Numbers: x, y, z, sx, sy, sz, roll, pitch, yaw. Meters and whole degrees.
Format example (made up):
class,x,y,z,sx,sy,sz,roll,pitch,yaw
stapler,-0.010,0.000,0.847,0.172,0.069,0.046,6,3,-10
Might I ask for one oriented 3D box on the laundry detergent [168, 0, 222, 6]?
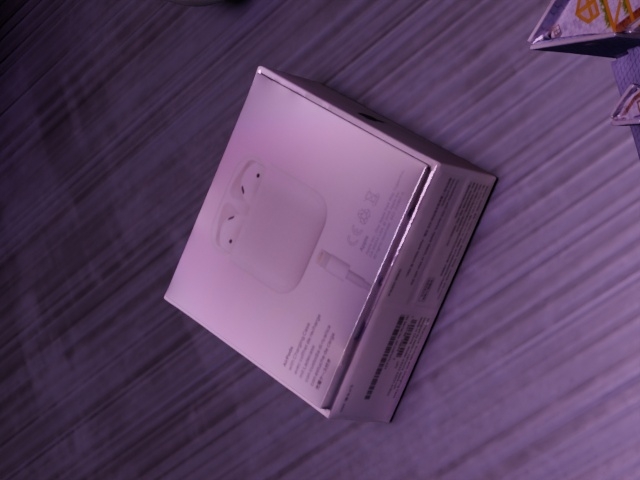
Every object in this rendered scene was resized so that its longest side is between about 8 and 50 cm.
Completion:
class,x,y,z,sx,sy,sz,roll,pitch,yaw
laundry detergent,-0.101,-0.276,0.907,0.215,0.105,0.280,-56,50,20

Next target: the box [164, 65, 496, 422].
class,x,y,z,sx,sy,sz,roll,pitch,yaw
box,0.000,0.000,0.806,0.129,0.051,0.130,32,103,40

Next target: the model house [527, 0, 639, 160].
class,x,y,z,sx,sy,sz,roll,pitch,yaw
model house,0.153,-0.073,0.656,0.088,0.117,0.167,-38,60,50
